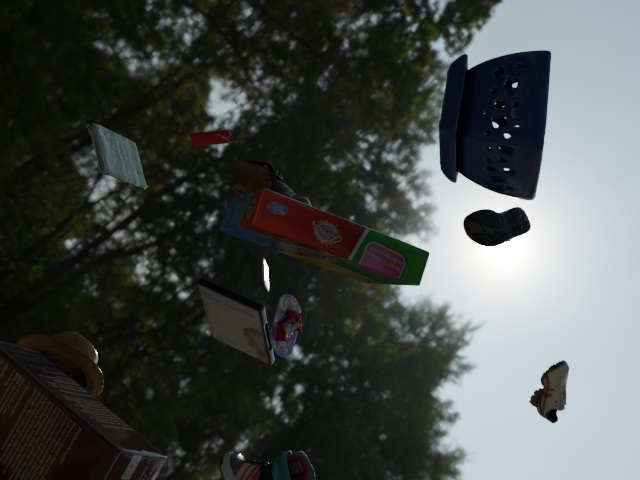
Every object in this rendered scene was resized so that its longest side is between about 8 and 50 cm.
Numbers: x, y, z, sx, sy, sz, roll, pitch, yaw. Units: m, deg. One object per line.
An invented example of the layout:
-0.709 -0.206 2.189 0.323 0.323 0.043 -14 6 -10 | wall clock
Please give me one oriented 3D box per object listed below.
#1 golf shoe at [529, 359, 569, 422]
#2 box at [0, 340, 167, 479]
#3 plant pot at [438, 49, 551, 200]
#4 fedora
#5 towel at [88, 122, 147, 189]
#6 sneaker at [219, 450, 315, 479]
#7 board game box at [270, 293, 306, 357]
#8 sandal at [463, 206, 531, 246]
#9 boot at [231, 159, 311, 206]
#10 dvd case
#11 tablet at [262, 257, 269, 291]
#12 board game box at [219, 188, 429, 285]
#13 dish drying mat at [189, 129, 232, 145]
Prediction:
0.564 0.359 2.106 0.086 0.067 0.186 52 -30 35 | golf shoe
-0.466 0.344 1.517 0.381 0.191 0.143 30 -1 32 | box
0.362 -0.244 1.851 0.212 0.236 0.236 7 -24 11 | plant pot
-0.514 0.239 1.778 0.194 0.079 0.194 10 -51 12 | fedora
-0.413 -0.168 1.804 0.152 0.023 0.113 27 44 -67 | towel
-0.106 0.497 1.855 0.123 0.178 0.295 62 -6 -21 | sneaker
-0.079 0.226 2.350 0.033 0.168 0.133 0 -29 28 | board game box
0.398 -0.032 2.027 0.060 0.219 0.090 -26 -98 47 | sandal
-0.141 -0.150 2.468 0.305 0.112 0.115 21 -69 42 | boot
-0.204 0.201 2.160 0.180 0.022 0.253 23 -33 20 | dvd case
-0.113 0.071 1.813 0.006 0.054 0.083 -4 -16 1 | tablet
0.000 0.000 1.578 0.317 0.064 0.242 20 -8 -17 | board game box
-0.218 -0.203 1.755 0.083 0.008 0.032 -4 -46 17 | dish drying mat
